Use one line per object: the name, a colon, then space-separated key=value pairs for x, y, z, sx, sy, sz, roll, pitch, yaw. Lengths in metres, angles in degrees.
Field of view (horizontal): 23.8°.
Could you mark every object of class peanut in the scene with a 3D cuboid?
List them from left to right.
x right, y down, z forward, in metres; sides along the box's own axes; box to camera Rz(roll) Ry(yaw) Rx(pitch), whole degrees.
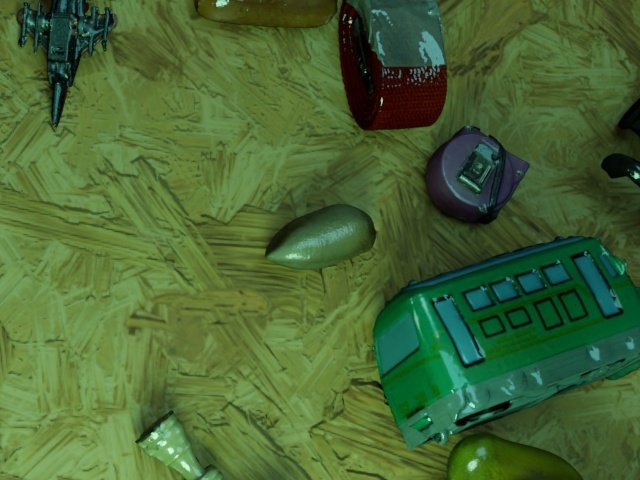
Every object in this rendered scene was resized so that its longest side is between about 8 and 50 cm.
peanut: x=0.000 y=0.000 z=1.900 sx=0.152 sy=0.076 sz=0.076 roll=-15 pitch=80 yaw=-20

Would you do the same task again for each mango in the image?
mango: x=0.240 y=0.309 z=1.858 sx=0.227 sy=0.136 sz=0.099 roll=35 pitch=18 yaw=-28

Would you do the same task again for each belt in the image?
belt: x=0.102 y=-0.243 z=1.985 sx=0.124 sy=0.128 sz=0.200 roll=-4 pitch=79 yaw=-23

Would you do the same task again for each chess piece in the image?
chess piece: x=-0.139 y=0.280 z=1.772 sx=0.060 sy=0.060 sz=0.172 roll=-42 pitch=94 yaw=-26

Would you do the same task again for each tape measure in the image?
tape measure: x=0.203 y=-0.089 z=2.004 sx=0.118 sy=0.074 sz=0.125 roll=34 pitch=63 yaw=-7

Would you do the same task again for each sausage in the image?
sausage: x=-0.070 y=-0.314 z=1.973 sx=0.198 sy=0.076 sz=0.076 roll=2 pitch=73 yaw=-22

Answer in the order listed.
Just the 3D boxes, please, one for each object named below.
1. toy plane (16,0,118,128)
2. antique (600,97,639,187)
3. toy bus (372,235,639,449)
toy plane: x=-0.317 y=-0.231 z=1.859 sx=0.130 sy=0.061 sz=0.189 roll=4 pitch=73 yaw=5
antique: x=0.559 y=-0.137 z=2.096 sx=0.255 sy=0.185 sz=0.322 roll=44 pitch=60 yaw=-2
toy bus: x=0.239 y=0.118 z=1.897 sx=0.344 sy=0.183 sz=0.199 roll=-15 pitch=74 yaw=-25
